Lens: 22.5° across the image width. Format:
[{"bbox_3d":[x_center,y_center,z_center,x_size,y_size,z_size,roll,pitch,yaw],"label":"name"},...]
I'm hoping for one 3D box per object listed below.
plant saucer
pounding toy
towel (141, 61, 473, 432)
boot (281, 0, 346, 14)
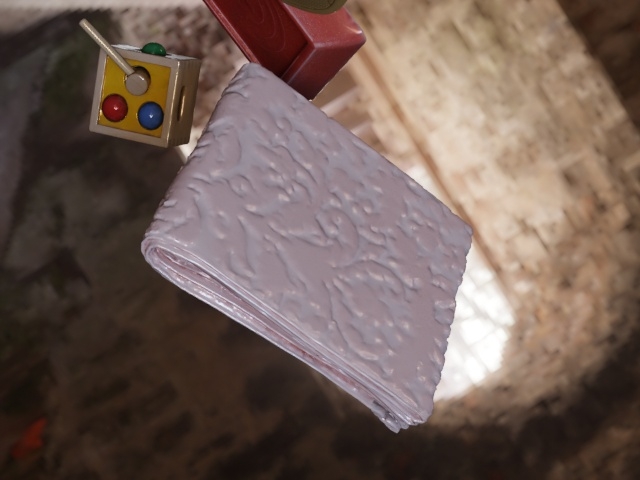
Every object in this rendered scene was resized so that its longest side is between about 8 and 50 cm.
[{"bbox_3d":[-0.074,-0.282,1.829,0.048,0.259,0.258,-38,-179,-18],"label":"plant saucer"},{"bbox_3d":[-0.232,-0.198,2.011,0.130,0.141,0.100,13,-169,17],"label":"pounding toy"},{"bbox_3d":[0.000,0.000,1.589,0.053,0.317,0.332,-46,-167,35],"label":"towel"},{"bbox_3d":[-0.036,-0.300,1.393,0.077,0.213,0.165,-51,-179,40],"label":"boot"}]
